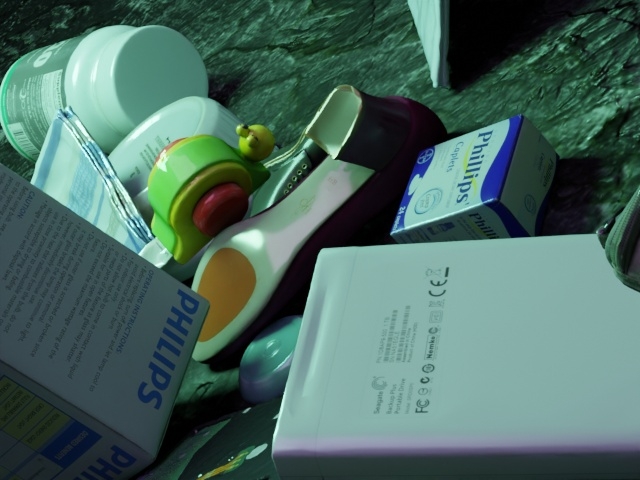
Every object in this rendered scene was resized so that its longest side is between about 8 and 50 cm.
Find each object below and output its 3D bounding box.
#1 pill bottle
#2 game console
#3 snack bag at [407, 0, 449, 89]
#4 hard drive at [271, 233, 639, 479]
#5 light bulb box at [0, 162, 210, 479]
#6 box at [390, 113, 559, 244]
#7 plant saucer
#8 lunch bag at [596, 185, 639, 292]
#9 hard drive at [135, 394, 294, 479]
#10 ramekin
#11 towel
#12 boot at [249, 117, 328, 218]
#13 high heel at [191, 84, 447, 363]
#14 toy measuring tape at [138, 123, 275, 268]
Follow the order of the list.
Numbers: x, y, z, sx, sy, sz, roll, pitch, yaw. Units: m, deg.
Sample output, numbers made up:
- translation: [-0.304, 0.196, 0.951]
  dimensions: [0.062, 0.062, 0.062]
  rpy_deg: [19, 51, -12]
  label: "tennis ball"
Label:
- translation: [-0.345, -0.228, 2.169]
  dimensions: [0.361, 0.204, 0.204]
  rpy_deg: [-3, 47, 51]
  label: "pill bottle"
- translation: [-0.149, 0.237, 1.451]
  dimensions: [0.122, 0.071, 0.107]
  rpy_deg: [-20, 65, 39]
  label: "game console"
- translation: [0.124, -0.398, 1.686]
  dimensions: [0.037, 0.343, 0.323]
  rpy_deg: [-4, 30, -2]
  label: "snack bag"
- translation: [0.156, 0.084, 1.050]
  dimensions: [0.353, 0.047, 0.233]
  rpy_deg: [-3, 40, 15]
  label: "hard drive"
- translation: [-0.375, 0.126, 1.460]
  dimensions: [0.358, 0.361, 0.225]
  rpy_deg: [-39, 23, 40]
  label: "light bulb box"
- translation: [0.155, -0.045, 1.374]
  dimensions: [0.137, 0.072, 0.126]
  rpy_deg: [-18, 37, 39]
  label: "box"
- translation: [-0.047, 0.121, 1.467]
  dimensions: [0.119, 0.021, 0.119]
  rpy_deg: [-33, 28, 21]
  label: "plant saucer"
- translation: [0.353, -0.007, 0.821]
  dimensions: [0.305, 0.212, 0.256]
  rpy_deg: [37, 93, 28]
  label: "lunch bag"
- translation: [-0.071, 0.218, 1.201]
  dimensions: [0.339, 0.064, 0.237]
  rpy_deg: [-24, 11, 45]
  label: "hard drive"
- translation: [-0.194, -0.073, 1.827]
  dimensions: [0.273, 0.127, 0.273]
  rpy_deg: [-33, 29, 21]
  label: "ramekin"
- translation: [-0.301, -0.008, 1.752]
  dimensions: [0.285, 0.034, 0.209]
  rpy_deg: [52, 130, 33]
  label: "towel"
- translation: [-0.016, -0.063, 1.647]
  dimensions: [0.198, 0.077, 0.137]
  rpy_deg: [-36, 30, 44]
  label: "boot"
- translation: [0.000, 0.000, 1.550]
  dimensions: [0.377, 0.181, 0.127]
  rpy_deg: [-52, 53, 20]
  label: "high heel"
- translation: [-0.184, -0.020, 1.558]
  dimensions: [0.330, 0.121, 0.121]
  rpy_deg: [-42, 27, 0]
  label: "toy measuring tape"
